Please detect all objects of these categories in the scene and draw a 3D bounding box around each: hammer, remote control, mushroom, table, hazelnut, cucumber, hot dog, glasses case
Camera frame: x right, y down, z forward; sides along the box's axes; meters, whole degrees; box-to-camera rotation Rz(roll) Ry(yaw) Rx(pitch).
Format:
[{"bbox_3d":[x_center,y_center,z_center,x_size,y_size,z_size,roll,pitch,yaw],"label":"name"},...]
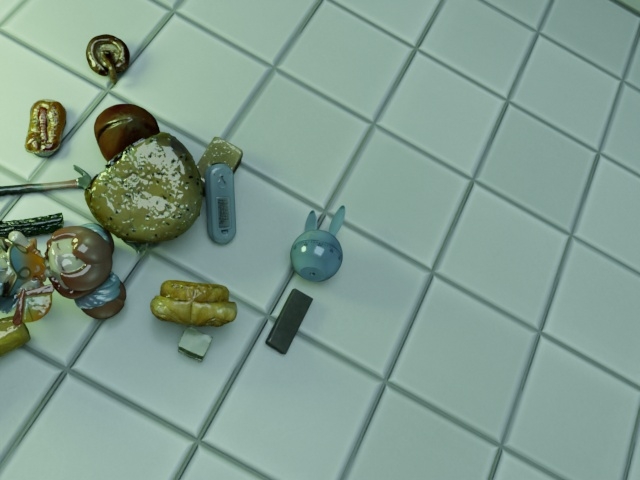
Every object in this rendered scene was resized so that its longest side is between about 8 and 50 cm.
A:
[{"bbox_3d":[-0.816,-0.156,1.866,0.287,0.033,0.111,-9,72,-17],"label":"hammer"},{"bbox_3d":[-0.297,-0.110,1.910,0.087,0.047,0.244,-7,102,-24],"label":"remote control"},{"bbox_3d":[-0.676,-0.577,2.050,0.135,0.080,0.170,-14,73,-6],"label":"mushroom"},{"bbox_3d":[-0.349,0.290,1.773,0.079,0.083,0.062,25,63,-2],"label":"table"},{"bbox_3d":[-0.574,-0.322,1.901,0.208,0.208,0.208,5,67,-12],"label":"hazelnut"},{"bbox_3d":[-0.822,-0.039,1.805,0.187,0.058,0.058,-9,71,-17],"label":"cucumber"},{"bbox_3d":[-0.827,-0.341,1.928,0.108,0.059,0.191,3,70,-8],"label":"hot dog"},{"bbox_3d":[-0.092,0.236,1.884,0.072,0.042,0.191,31,64,-8],"label":"glasses case"}]

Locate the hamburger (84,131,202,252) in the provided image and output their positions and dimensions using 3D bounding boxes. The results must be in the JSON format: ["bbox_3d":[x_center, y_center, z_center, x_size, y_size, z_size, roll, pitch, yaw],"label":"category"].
[{"bbox_3d":[-0.476,-0.128,1.827,0.318,0.195,0.277,-43,96,-7],"label":"hamburger"}]

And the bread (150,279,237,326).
[{"bbox_3d":[-0.345,0.174,1.761,0.236,0.198,0.120,7,85,-12],"label":"bread"}]

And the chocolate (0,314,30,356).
[{"bbox_3d":[-0.958,0.308,1.592,0.445,0.162,0.162,-24,76,-26],"label":"chocolate"}]

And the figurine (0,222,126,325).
[{"bbox_3d":[-0.705,0.081,1.652,0.388,0.248,0.277,-9,73,-30],"label":"figurine"}]

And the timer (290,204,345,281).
[{"bbox_3d":[0.003,0.021,1.957,0.175,0.175,0.255,32,35,0],"label":"timer"}]

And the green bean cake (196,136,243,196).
[{"bbox_3d":[-0.324,-0.222,1.989,0.109,0.085,0.179,26,65,-4],"label":"green bean cake"}]
